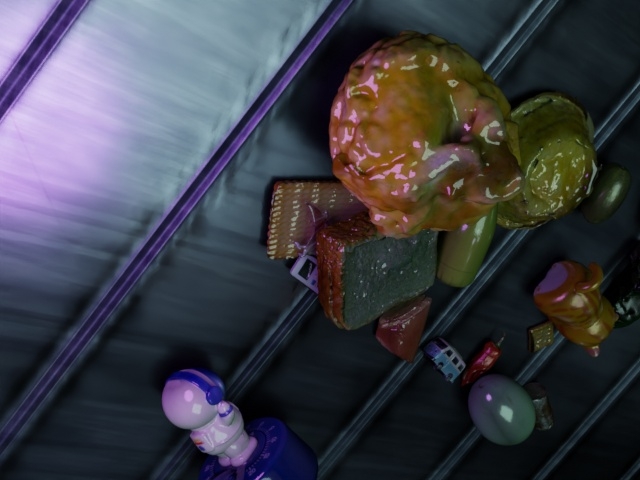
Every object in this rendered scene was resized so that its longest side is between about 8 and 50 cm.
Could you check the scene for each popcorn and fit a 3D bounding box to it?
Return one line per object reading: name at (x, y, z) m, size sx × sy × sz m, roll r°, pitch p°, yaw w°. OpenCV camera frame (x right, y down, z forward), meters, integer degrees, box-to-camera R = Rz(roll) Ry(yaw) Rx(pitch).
popcorn at (0.196, -0.198, 1.432) m, size 0.344 × 0.354 × 0.390 m, roll -37°, pitch 84°, yaw 21°

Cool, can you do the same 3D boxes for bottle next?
bottle at (0.340, -0.024, 1.688) m, size 0.112 × 0.112 × 0.260 m, roll 2°, pitch 122°, yaw -25°

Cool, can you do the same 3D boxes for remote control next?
remote control at (0.001, 0.091, 1.656) m, size 0.166 × 0.029 × 0.065 m, roll 38°, pitch 80°, yaw -31°

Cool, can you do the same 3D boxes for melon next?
melon at (0.706, -0.116, 1.834) m, size 0.099 × 0.099 × 0.162 m, roll 10°, pitch 116°, yaw -29°

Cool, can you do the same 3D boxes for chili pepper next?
chili pepper at (0.868, 0.136, 2.028) m, size 0.148 × 0.116 × 0.265 m, roll 6°, pitch 113°, yaw -30°
chili pepper at (0.434, 0.321, 1.964) m, size 0.059 × 0.050 × 0.191 m, roll 13°, pitch 118°, yaw -47°

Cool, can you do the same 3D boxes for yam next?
yam at (0.625, 0.478, 2.117) m, size 0.079 × 0.079 × 0.141 m, roll -28°, pitch 121°, yaw -9°

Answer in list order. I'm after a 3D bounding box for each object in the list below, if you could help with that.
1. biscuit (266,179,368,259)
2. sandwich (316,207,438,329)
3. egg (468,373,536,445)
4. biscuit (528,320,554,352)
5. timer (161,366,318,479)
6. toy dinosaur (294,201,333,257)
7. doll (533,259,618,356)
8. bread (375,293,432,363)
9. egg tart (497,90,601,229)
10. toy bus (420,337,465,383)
biscuit at (0.004, -0.047, 1.585) m, size 0.254 × 0.029 × 0.172 m, roll -3°, pitch 113°, yaw -26°
sandwich at (0.130, 0.045, 1.614) m, size 0.301 × 0.099 × 0.271 m, roll -27°, pitch 129°, yaw -28°
egg at (0.486, 0.454, 1.986) m, size 0.168 × 0.168 × 0.231 m, roll -38°, pitch 124°, yaw -2°
biscuit at (0.608, 0.263, 2.034) m, size 0.081 × 0.018 × 0.083 m, roll -20°, pitch 123°, yaw -14°
timer at (-0.207, 0.435, 1.637) m, size 0.270 × 0.270 × 0.384 m, roll -34°, pitch 110°, yaw -5°
toy dinosaur at (0.001, 0.001, 1.569) m, size 0.108 × 0.032 × 0.220 m, roll -35°, pitch 134°, yaw -14°
doll at (0.672, 0.169, 1.933) m, size 0.167 × 0.162 × 0.269 m, roll -50°, pitch 133°, yaw -6°
bread at (0.198, 0.223, 1.794) m, size 0.119 × 0.067 × 0.193 m, roll -2°, pitch 116°, yaw -24°
egg tart at (0.517, -0.168, 1.704) m, size 0.345 × 0.132 × 0.346 m, roll -9°, pitch 117°, yaw -18°
toy bus at (0.318, 0.302, 1.896) m, size 0.075 × 0.060 × 0.123 m, roll -43°, pitch 127°, yaw -4°
